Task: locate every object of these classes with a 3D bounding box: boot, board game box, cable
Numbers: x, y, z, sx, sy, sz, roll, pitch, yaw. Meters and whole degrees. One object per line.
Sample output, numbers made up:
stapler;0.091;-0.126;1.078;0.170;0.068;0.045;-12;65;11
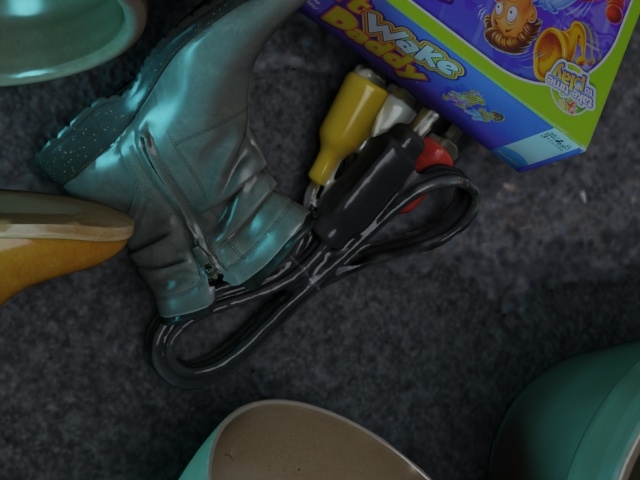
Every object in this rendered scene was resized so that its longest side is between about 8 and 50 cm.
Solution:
boot;-0.262;0.080;1.248;0.295;0.104;0.211;-3;103;-10
boot;-0.054;-0.064;1.273;0.246;0.083;0.161;-39;96;27
board game box;0.070;-0.239;1.335;0.347;0.078;0.233;34;64;-22
cable;0.000;0.000;1.391;0.287;0.072;0.139;-47;122;1

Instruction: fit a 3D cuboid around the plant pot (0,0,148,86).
plant pot;-0.230;-0.237;1.172;0.263;0.263;0.229;7;76;-23

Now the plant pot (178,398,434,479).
plant pot;-0.020;0.273;1.305;0.284;0.284;0.191;35;116;-22

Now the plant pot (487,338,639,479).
plant pot;0.265;0.188;1.382;0.323;0.280;0.323;-2;96;-22
